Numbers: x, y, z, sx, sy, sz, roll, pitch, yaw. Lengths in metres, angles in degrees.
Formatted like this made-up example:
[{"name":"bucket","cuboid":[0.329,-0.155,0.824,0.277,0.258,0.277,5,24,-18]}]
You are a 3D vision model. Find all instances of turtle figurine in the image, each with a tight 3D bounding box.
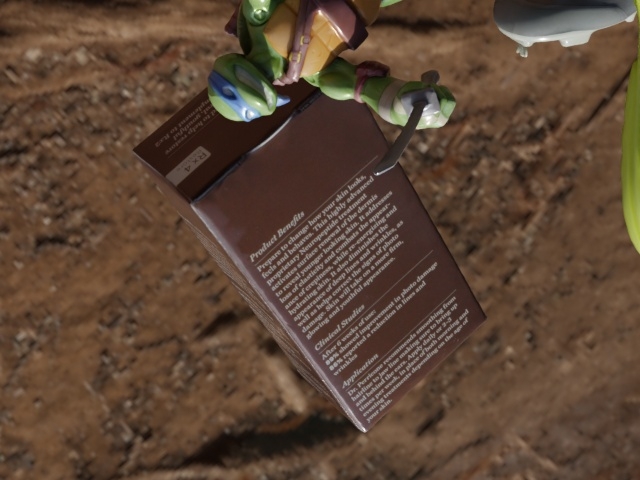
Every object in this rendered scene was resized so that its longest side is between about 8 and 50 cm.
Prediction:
[{"name":"turtle figurine","cuboid":[0.041,-0.182,0.933,0.266,0.198,0.274,-50,173,-8]}]

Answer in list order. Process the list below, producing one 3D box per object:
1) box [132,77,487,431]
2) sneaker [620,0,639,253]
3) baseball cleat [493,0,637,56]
[{"name":"box","cuboid":[0.000,0.000,1.371,0.191,0.143,0.381,-41,133,-10]},{"name":"sneaker","cuboid":[0.181,-0.099,0.531,0.109,0.123,0.295,-37,130,-27]},{"name":"baseball cleat","cuboid":[0.170,-0.181,0.723,0.206,0.072,0.109,-31,134,-25]}]
